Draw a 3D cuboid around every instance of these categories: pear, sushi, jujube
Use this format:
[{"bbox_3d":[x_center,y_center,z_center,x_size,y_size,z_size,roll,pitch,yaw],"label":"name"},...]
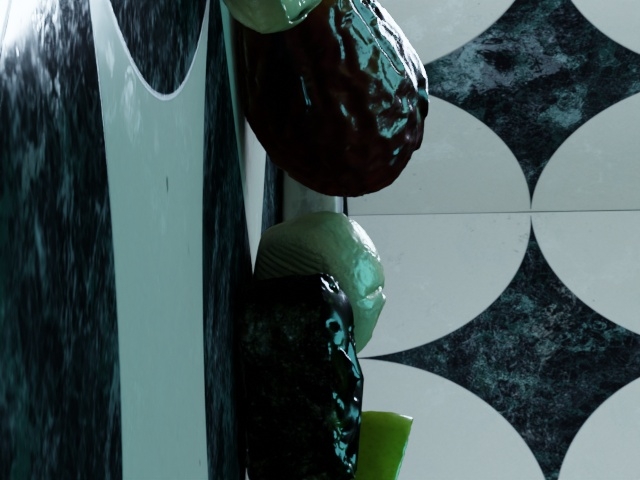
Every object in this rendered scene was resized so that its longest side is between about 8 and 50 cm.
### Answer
[{"bbox_3d":[-0.004,0.334,1.908,0.288,0.139,0.239,110,-9,-56],"label":"pear"},{"bbox_3d":[-0.019,0.145,1.773,0.124,0.127,0.225,-76,162,-81],"label":"sushi"},{"bbox_3d":[0.011,-0.171,1.839,0.290,0.197,0.197,65,20,-44],"label":"jujube"}]

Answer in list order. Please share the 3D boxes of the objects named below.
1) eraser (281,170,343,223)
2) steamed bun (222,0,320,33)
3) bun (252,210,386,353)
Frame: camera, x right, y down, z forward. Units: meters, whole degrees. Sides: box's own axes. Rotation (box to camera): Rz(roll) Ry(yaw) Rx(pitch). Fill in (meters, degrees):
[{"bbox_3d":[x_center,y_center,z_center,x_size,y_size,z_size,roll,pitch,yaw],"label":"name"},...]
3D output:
[{"bbox_3d":[-0.010,-0.004,2.368,0.213,0.082,0.397,77,12,-73],"label":"eraser"},{"bbox_3d":[-0.046,-0.301,1.550,0.212,0.110,0.231,-17,110,-69],"label":"steamed bun"},{"bbox_3d":[0.000,0.053,1.887,0.111,0.164,0.188,-27,129,-47],"label":"bun"}]
